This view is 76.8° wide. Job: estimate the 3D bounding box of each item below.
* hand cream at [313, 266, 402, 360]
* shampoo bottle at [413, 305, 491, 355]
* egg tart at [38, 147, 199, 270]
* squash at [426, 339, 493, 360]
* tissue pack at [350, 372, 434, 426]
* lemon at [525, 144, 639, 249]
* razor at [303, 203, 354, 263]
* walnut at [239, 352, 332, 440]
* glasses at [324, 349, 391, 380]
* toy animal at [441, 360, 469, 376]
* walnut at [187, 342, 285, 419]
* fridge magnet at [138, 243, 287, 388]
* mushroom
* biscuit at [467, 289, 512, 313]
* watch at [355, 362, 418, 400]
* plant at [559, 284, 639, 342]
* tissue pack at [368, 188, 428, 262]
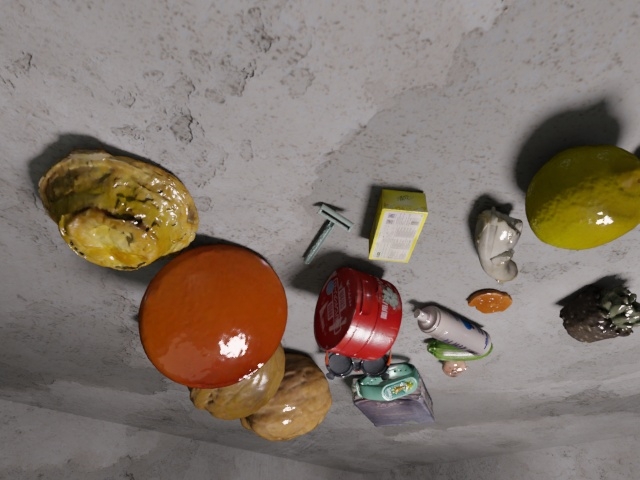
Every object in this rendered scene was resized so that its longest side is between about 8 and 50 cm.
[{"bbox_3d":[0.093,0.192,1.050,0.149,0.230,0.230,22,137,-24],"label":"hand cream"},{"bbox_3d":[0.398,0.271,1.242,0.303,0.092,0.092,28,135,-27],"label":"shampoo bottle"},{"bbox_3d":[-0.434,-0.037,0.864,0.341,0.129,0.341,2,141,2],"label":"egg tart"},{"bbox_3d":[0.474,0.371,1.377,0.219,0.077,0.068,-1,-178,5],"label":"squash"},{"bbox_3d":[0.322,0.693,1.743,0.288,0.124,0.394,-12,140,15],"label":"tissue pack"},{"bbox_3d":[0.476,-0.074,0.741,0.184,0.184,0.248,7,152,-6],"label":"lemon"},{"bbox_3d":[0.003,-0.005,0.964,0.084,0.036,0.211,34,143,-1],"label":"razor"},{"bbox_3d":[-0.120,0.562,1.457,0.344,0.306,0.306,-10,149,-31],"label":"walnut"},{"bbox_3d":[0.128,0.378,1.365,0.234,0.118,0.268,1,141,4],"label":"glasses"},{"bbox_3d":[0.485,0.456,1.487,0.083,0.089,0.150,-17,139,-12],"label":"toy animal"},{"bbox_3d":[-0.268,0.384,1.236,0.332,0.333,0.333,1,141,1],"label":"walnut"},{"bbox_3d":[-0.258,0.188,1.010,0.363,0.364,0.155,22,175,-24],"label":"fridge magnet"},{"bbox_3d":[0.410,0.021,0.935,0.099,0.096,0.278,32,163,40],"label":"mushroom"},{"bbox_3d":[0.495,0.178,1.177,0.130,0.019,0.102,22,137,-22],"label":"biscuit"},{"bbox_3d":[0.248,0.516,1.485,0.237,0.068,0.195,-16,-178,-16],"label":"watch"},{"bbox_3d":[0.778,0.200,1.109,0.132,0.129,0.194,17,142,-22],"label":"plant"},{"bbox_3d":[0.167,-0.029,0.898,0.095,0.062,0.176,5,142,-1],"label":"tissue pack"}]
